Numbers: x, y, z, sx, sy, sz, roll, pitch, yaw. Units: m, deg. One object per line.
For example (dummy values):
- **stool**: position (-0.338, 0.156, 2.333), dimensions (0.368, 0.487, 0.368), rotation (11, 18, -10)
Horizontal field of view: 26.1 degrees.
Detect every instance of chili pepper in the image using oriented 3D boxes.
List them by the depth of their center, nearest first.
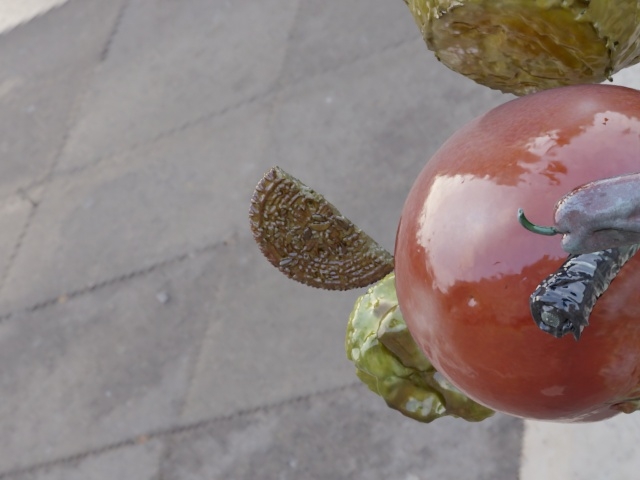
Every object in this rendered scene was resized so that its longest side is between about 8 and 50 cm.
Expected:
- **chili pepper**: position (0.201, -0.020, 0.858), dimensions (0.153, 0.050, 0.041), rotation (-12, 64, 16)

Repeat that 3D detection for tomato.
- **tomato**: position (0.217, 0.007, 1.244), dimensions (0.321, 0.321, 0.321), rotation (-26, 35, 20)

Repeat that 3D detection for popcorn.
- **popcorn**: position (0.164, 0.160, 1.957), dimensions (0.206, 0.237, 0.251), rotation (-59, 29, 16)

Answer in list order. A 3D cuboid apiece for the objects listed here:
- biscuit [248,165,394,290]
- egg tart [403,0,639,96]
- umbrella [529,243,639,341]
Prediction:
- **biscuit**: position (-0.013, 0.002, 1.739), dimensions (0.126, 0.206, 0.025), rotation (-44, 17, 29)
- **egg tart**: position (0.200, -0.233, 1.332), dimensions (0.341, 0.341, 0.132), rotation (-4, 64, 42)
- **umbrella**: position (0.210, -0.001, 1.002), dimensions (0.050, 0.046, 0.188), rotation (-14, 28, 53)
